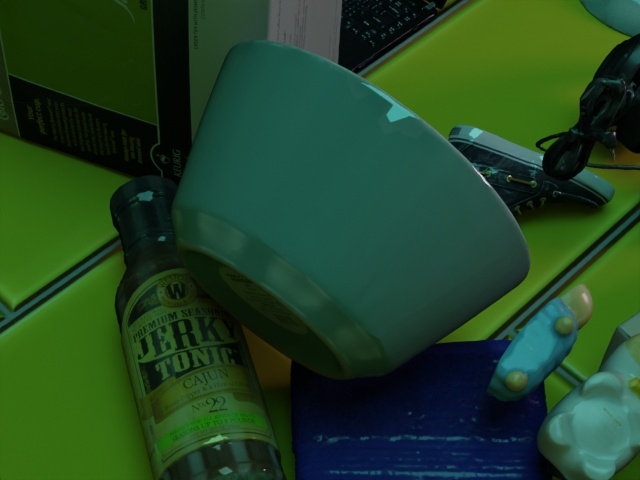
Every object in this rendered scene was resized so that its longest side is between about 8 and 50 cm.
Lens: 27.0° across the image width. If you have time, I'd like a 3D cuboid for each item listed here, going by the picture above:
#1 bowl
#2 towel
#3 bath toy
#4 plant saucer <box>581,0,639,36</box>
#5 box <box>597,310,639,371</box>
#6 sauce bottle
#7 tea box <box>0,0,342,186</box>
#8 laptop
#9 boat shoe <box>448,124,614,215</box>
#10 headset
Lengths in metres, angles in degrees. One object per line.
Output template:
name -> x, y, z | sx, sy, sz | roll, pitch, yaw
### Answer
bowl -> 0.000, 0.000, 1.099 | 0.312, 0.311, 0.163 | 31, 73, 19
towel -> 0.087, 0.223, 1.125 | 0.228, 0.076, 0.308 | 0, 50, 0
bath toy -> 0.289, 0.199, 1.085 | 0.151, 0.129, 0.348 | -39, 76, -10
plant saucer -> 0.401, -0.316, 1.591 | 0.195, 0.037, 0.195 | 3, 52, -3
box -> 0.390, 0.074, 1.239 | 0.275, 0.113, 0.094 | -28, 59, -25
sauce bottle -> -0.124, 0.090, 1.184 | 0.111, 0.111, 0.344 | -12, 54, -14
tea box -> -0.157, -0.241, 1.301 | 0.324, 0.329, 0.220 | 19, 53, 9
laptop -> 0.034, -0.348, 1.523 | 0.234, 0.136, 0.264 | 39, 59, 24
boat shoe -> 0.205, -0.048, 1.357 | 0.183, 0.065, 0.083 | 19, 85, -10
headset -> 0.378, -0.131, 1.343 | 0.394, 0.185, 0.243 | -17, 57, -33
